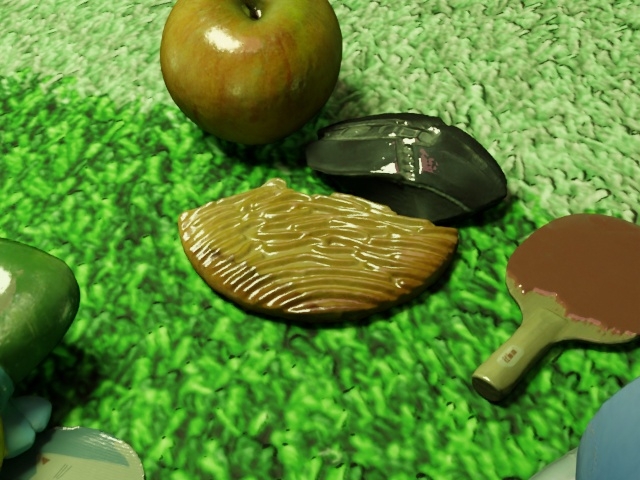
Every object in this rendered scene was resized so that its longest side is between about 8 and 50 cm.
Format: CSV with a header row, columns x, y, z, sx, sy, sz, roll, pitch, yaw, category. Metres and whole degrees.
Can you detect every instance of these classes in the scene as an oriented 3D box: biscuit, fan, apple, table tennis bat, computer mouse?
x,y,z,sx,sy,sz,roll,pitch,yaw,category
0.000,-0.001,0.774,0.229,0.031,0.176,-12,46,-9,biscuit
-0.149,0.183,0.605,0.175,0.005,0.113,21,48,24,fan
-0.064,-0.173,0.874,0.183,0.155,0.182,3,56,-5,apple
0.198,0.049,0.725,0.131,0.022,0.234,31,51,29,table tennis bat
0.077,-0.076,0.828,0.192,0.062,0.106,20,47,19,computer mouse

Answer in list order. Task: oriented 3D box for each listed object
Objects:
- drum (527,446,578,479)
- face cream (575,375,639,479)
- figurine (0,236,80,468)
x,y,z,sx,sy,sz,roll,pitch,yaw,category
0.240,0.108,0.638,0.253,0.049,0.130,-11,45,-9,drum
0.239,0.197,0.403,0.249,0.249,0.225,6,46,8,face cream
-0.277,0.105,0.619,0.185,0.127,0.234,4,56,23,figurine
